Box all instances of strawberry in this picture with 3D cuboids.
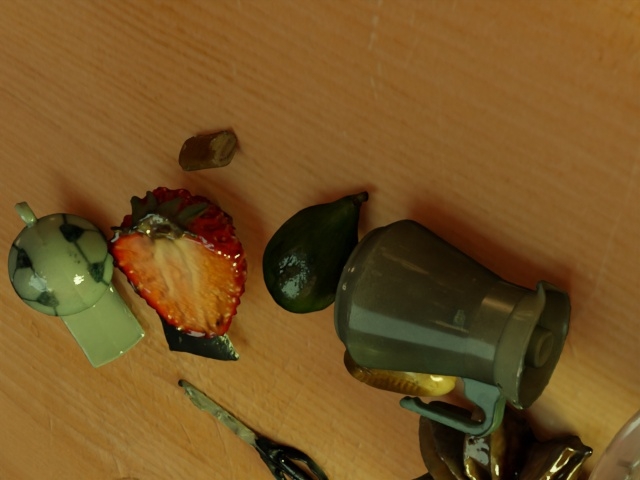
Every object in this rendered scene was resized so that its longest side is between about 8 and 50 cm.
[{"bbox_3d":[-0.167,0.019,1.907,0.190,0.111,0.236,8,140,17],"label":"strawberry"}]

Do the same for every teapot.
[{"bbox_3d":[0.140,0.098,1.578,0.225,0.171,0.203,19,108,27],"label":"teapot"}]

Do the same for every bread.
[{"bbox_3d":[0.096,0.142,1.750,0.114,0.077,0.189,23,170,-23],"label":"bread"},{"bbox_3d":[-0.138,-0.108,1.796,0.036,0.047,0.083,31,160,-34],"label":"bread"}]

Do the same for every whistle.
[{"bbox_3d":[-0.358,0.063,2.122,0.163,0.163,0.289,-8,119,52],"label":"whistle"}]

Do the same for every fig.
[{"bbox_3d":[0.000,0.000,1.703,0.117,0.117,0.177,36,123,17],"label":"fig"}]

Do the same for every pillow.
[{"bbox_3d":[-0.198,0.078,2.041,0.141,0.055,0.208,6,127,43],"label":"pillow"}]

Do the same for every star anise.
[{"bbox_3d":[0.235,0.315,1.758,0.315,0.108,0.315,29,145,23],"label":"star anise"}]

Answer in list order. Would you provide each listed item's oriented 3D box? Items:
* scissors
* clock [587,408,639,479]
[{"bbox_3d":[-0.105,0.299,2.197,0.300,0.022,0.109,35,141,19],"label":"scissors"},{"bbox_3d":[0.431,0.270,1.310,0.251,0.368,0.377,28,133,-20],"label":"clock"}]
